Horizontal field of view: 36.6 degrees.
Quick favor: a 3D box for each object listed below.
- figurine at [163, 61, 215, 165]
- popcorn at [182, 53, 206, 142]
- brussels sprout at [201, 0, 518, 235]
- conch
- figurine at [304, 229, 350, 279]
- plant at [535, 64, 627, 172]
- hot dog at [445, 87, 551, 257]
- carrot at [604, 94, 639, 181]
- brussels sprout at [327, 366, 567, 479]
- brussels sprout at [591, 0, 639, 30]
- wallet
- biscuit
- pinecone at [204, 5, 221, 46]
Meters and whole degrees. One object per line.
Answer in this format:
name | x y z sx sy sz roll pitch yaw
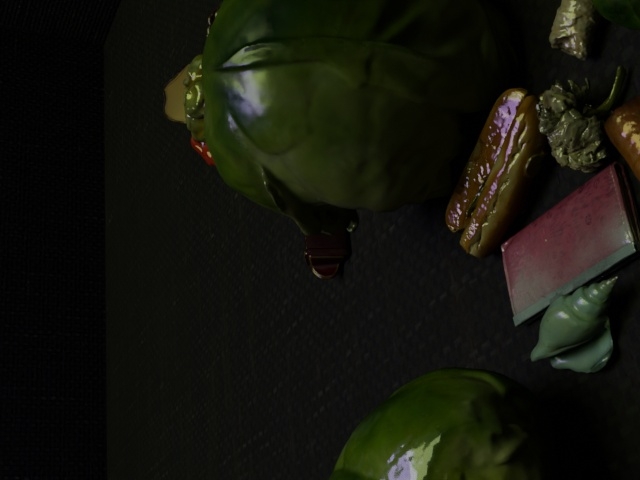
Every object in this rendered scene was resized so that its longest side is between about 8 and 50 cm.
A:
figurine | -0.230 -0.258 2.181 0.257 0.208 0.181 55 -138 -60
popcorn | -0.085 -0.275 1.783 0.279 0.335 0.274 80 -174 -56
brussels sprout | 0.020 -0.226 1.335 0.425 0.361 0.342 -58 41 7
conch | 0.302 0.100 1.118 0.065 0.088 0.180 -47 -13 -42
figurine | 0.001 0.001 1.772 0.098 0.082 0.154 119 149 -65
plant | 0.319 -0.147 1.142 0.122 0.104 0.116 -34 88 21
hot dog | 0.240 -0.088 1.276 0.109 0.072 0.269 -114 37 -45
carrot | 0.368 -0.065 1.003 0.072 0.072 0.205 -59 40 42
brussels sprout | 0.158 0.339 1.125 0.315 0.276 0.371 -30 63 45
brussels sprout | 0.354 -0.298 1.029 0.155 0.117 0.155 -26 51 38
wallet | 0.298 0.009 1.177 0.232 0.025 0.119 135 135 -53
biscuit | 0.330 -0.328 1.159 0.061 0.055 0.219 37 117 50
pinecone | -0.132 -0.403 2.014 0.221 0.221 0.221 -173 90 -65
